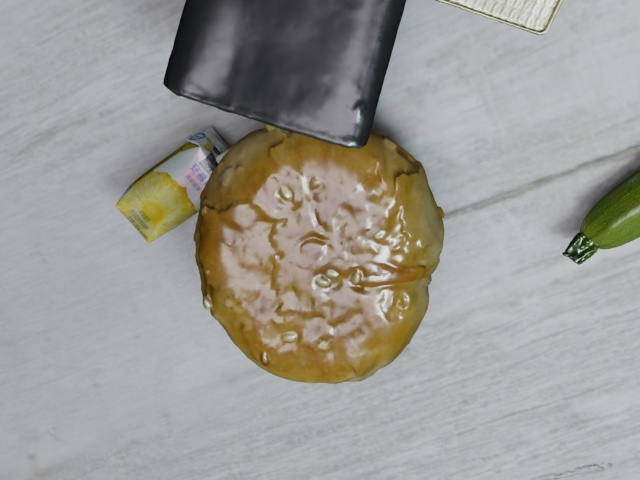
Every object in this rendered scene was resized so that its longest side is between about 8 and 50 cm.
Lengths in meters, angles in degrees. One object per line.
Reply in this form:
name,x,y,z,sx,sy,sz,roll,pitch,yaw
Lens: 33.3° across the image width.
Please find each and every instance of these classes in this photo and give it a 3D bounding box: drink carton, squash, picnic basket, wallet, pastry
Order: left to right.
drink carton,-0.151,-0.080,1.299,0.200,0.074,0.084,-31,106,24
wallet,-0.007,-0.314,1.077,0.228,0.062,0.405,18,100,9
pastry,0.000,0.000,1.239,0.285,0.184,0.315,1,109,5
picnic basket,0.180,-0.291,1.091,0.164,0.079,0.115,17,120,-9
squash,0.376,-0.057,1.186,0.252,0.066,0.066,-39,102,27
